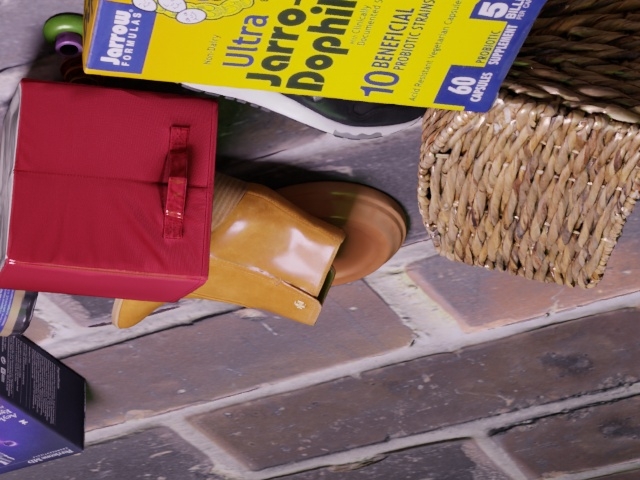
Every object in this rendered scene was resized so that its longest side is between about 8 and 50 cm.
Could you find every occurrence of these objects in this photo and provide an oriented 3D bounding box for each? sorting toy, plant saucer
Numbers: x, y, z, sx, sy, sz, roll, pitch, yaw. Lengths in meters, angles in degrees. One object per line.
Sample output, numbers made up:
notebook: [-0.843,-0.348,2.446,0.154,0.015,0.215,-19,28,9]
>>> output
sorting toy: [-0.230,-0.173,1.756,0.061,0.042,0.102,-8,148,9]
plant saucer: [0.000,0.000,2.073,0.200,0.037,0.200,-2,149,-1]

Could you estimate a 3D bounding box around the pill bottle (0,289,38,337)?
pill bottle: [-0.427,0.033,2.006,0.219,0.122,0.123,10,147,-21]

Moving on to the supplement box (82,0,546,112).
supplement box: [-0.008,-0.251,1.500,0.357,0.195,0.194,5,148,-12]

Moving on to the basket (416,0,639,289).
basket: [0.210,-0.128,1.753,0.214,0.223,0.299,12,150,2]

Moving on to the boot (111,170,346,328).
boot: [-0.102,0.049,2.021,0.211,0.104,0.295,28,136,-3]

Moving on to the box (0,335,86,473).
box: [-0.413,0.203,2.305,0.153,0.108,0.207,-18,146,22]

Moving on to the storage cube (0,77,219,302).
storage cube: [-0.215,-0.045,1.790,0.193,0.183,0.215,5,170,-13]

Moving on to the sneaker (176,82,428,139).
sneaker: [-0.006,-0.182,1.710,0.283,0.107,0.124,10,141,-22]
